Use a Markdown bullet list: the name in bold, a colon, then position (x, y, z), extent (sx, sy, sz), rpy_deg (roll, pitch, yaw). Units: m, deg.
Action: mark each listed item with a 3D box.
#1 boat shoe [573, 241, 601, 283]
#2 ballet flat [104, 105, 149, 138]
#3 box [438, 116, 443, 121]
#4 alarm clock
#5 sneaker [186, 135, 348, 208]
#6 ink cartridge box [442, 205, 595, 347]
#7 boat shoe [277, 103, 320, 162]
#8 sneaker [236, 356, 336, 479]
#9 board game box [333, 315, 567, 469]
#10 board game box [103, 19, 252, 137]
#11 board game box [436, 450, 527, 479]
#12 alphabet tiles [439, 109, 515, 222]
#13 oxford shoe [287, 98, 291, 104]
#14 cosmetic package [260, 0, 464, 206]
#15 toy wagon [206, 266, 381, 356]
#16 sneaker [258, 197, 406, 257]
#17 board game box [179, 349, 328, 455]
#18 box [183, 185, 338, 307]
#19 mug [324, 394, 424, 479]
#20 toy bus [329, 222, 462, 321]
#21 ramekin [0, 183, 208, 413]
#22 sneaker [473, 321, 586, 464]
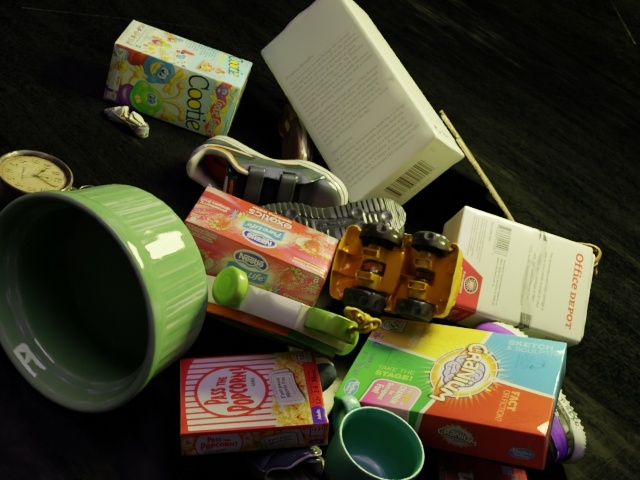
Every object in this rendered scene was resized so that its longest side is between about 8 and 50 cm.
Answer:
- **boat shoe**: position (0.460, 0.051, 1.779), extent (0.324, 0.120, 0.123), rpy_deg (-5, 43, -35)
- **ballet flat**: position (-0.400, -0.256, 1.767), extent (0.114, 0.041, 0.041), rpy_deg (33, 35, 15)
- **box**: position (0.223, -0.228, 2.015), extent (0.072, 0.126, 0.137), rpy_deg (27, 34, 8)
- **alarm clock**: position (-0.480, -0.094, 1.477), extent (0.192, 0.064, 0.129), rpy_deg (8, 36, -17)
- **sneaker**: position (-0.112, -0.103, 1.655), extent (0.321, 0.126, 0.127), rpy_deg (19, 28, 13)
- **ink cartridge box**: position (0.361, 0.078, 1.615), extent (0.272, 0.114, 0.197), rpy_deg (18, 70, -7)
- **boat shoe**: position (-0.030, -0.224, 1.895), extent (0.095, 0.095, 0.257), rpy_deg (17, 34, -20)
- **sneaker**: position (-0.026, 0.265, 1.220), extent (0.226, 0.086, 0.163), rpy_deg (-25, 45, -36)
- **board game box**: position (0.209, 0.227, 1.335), extent (0.316, 0.064, 0.242), rpy_deg (6, 29, 20)
- **board game box**: position (-0.308, -0.347, 1.851), extent (0.275, 0.142, 0.144), rpy_deg (19, 34, -5)
- **board game box**: position (0.249, 0.433, 1.220), extent (0.145, 0.027, 0.281), rpy_deg (15, 35, -10)
- **alphabet tiles**: position (0.351, -0.170, 1.922), extent (0.285, 0.011, 0.342), rpy_deg (55, 12, -5)
- **oxford shoe**: position (0.010, -0.308, 2.028), extent (0.082, 0.096, 0.227), rpy_deg (-20, 51, -43)
- **cosmetic package**: position (0.083, -0.297, 1.828), extent (0.161, 0.230, 0.453), rpy_deg (19, 37, -58)
- **toy wagon**: position (-0.061, 0.111, 1.261), extent (0.344, 0.068, 0.267), rpy_deg (9, -14, 47)
- **sneaker**: position (0.000, 0.000, 1.612), extent (0.318, 0.131, 0.112), rpy_deg (-1, 58, 0)
- **board game box**: position (-0.095, 0.220, 1.164), extent (0.193, 0.045, 0.147), rpy_deg (-3, 34, -8)
- **box**: position (-0.114, 0.027, 1.473), extent (0.256, 0.123, 0.128), rpy_deg (23, 34, -1)
- **mug**: position (0.071, 0.310, 1.220), extent (0.129, 0.097, 0.158), rpy_deg (18, 34, -7)
- **toy bus**: position (0.156, 0.077, 1.497), extent (0.220, 0.150, 0.211), rpy_deg (9, -15, 29)
- **ramekin**: position (-0.301, 0.068, 1.165), extent (0.303, 0.303, 0.148), rpy_deg (35, 29, 17)
- **sneaker**: position (0.314, 0.252, 1.437), extent (0.146, 0.102, 0.293), rpy_deg (-1, 41, -30)
